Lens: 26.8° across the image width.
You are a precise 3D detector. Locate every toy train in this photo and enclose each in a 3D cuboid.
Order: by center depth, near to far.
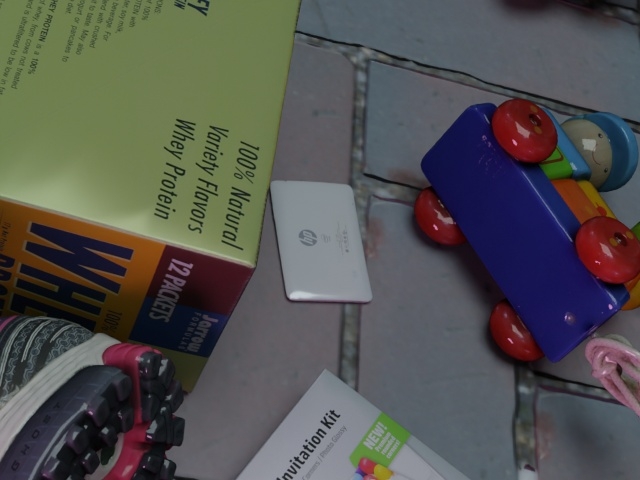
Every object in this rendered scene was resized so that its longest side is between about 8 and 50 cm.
[{"bbox_3d":[0.180,0.023,0.814,0.143,0.105,0.248,-14,64,-43],"label":"toy train"}]

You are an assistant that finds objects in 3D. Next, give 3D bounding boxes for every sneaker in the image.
[{"bbox_3d":[-0.181,0.156,0.583,0.112,0.120,0.299,17,49,27],"label":"sneaker"}]

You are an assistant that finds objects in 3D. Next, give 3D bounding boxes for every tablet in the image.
[{"bbox_3d":[0.000,0.000,0.809,0.054,0.006,0.083,2,57,-20],"label":"tablet"}]

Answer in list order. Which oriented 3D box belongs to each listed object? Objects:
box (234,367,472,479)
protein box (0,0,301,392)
[{"bbox_3d":[0.033,0.175,0.688,0.186,0.038,0.145,37,53,6],"label":"box"},{"bbox_3d":[-0.133,-0.056,0.712,0.201,0.136,0.199,15,53,-11],"label":"protein box"}]
